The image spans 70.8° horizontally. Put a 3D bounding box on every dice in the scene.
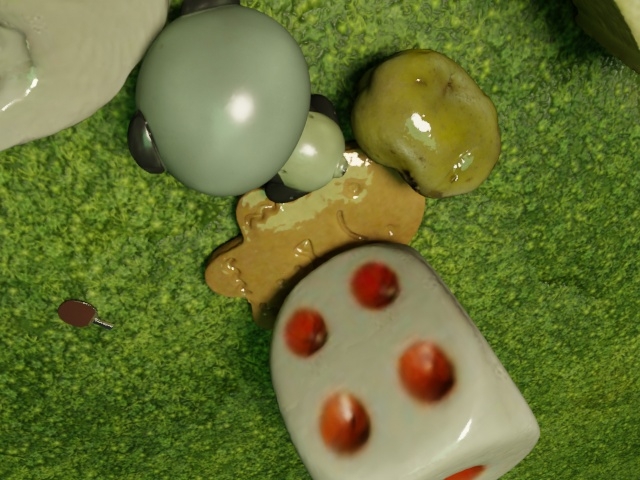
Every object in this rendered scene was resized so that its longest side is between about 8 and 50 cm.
[{"bbox_3d":[0.112,0.207,0.658,0.277,0.304,0.304,-34,139,9],"label":"dice"}]

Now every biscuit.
[{"bbox_3d":[0.000,0.001,0.690,0.355,0.052,0.275,-34,123,10],"label":"biscuit"}]

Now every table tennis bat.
[{"bbox_3d":[-0.364,0.120,0.702,0.083,0.007,0.050,33,109,-26],"label":"table tennis bat"}]

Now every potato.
[{"bbox_3d":[0.135,-0.148,0.568,0.200,0.155,0.137,31,132,-20],"label":"potato"}]

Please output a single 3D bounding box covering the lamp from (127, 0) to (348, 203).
[{"bbox_3d":[-0.078,-0.136,0.499,0.198,0.198,0.243,-48,142,17],"label":"lamp"}]

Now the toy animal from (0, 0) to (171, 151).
[{"bbox_3d":[-0.258,-0.272,0.403,0.266,0.188,0.308,-26,133,-31],"label":"toy animal"}]

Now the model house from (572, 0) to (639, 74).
[{"bbox_3d":[0.412,-0.321,0.445,0.321,0.261,0.266,-36,126,28],"label":"model house"}]
